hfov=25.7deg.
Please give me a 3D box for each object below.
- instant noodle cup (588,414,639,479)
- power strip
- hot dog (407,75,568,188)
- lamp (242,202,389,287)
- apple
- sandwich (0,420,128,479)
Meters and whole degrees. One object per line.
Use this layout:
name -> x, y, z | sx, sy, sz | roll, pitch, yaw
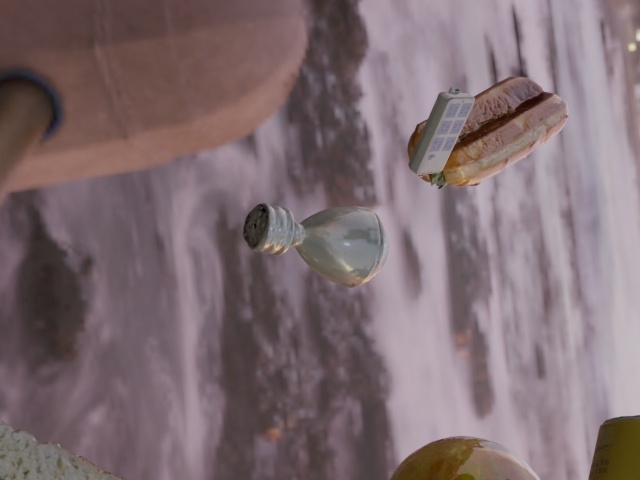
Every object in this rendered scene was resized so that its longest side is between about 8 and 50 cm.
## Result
instant noodle cup -> 0.394, 0.339, 1.669 | 0.215, 0.216, 0.236 | 55, 42, -63
power strip -> 0.111, -0.099, 1.296 | 0.040, 0.016, 0.090 | -7, 128, -46
hot dog -> 0.183, -0.114, 1.574 | 0.250, 0.104, 0.076 | -34, 144, -42
lamp -> 0.000, 0.000, 1.778 | 0.193, 0.106, 0.106 | 11, 67, -31
apple -> 0.174, 0.363, 1.745 | 0.207, 0.237, 0.237 | -44, 127, -60
sandwich -> -0.293, 0.239, 1.135 | 0.095, 0.273, 0.249 | -64, 174, 32
